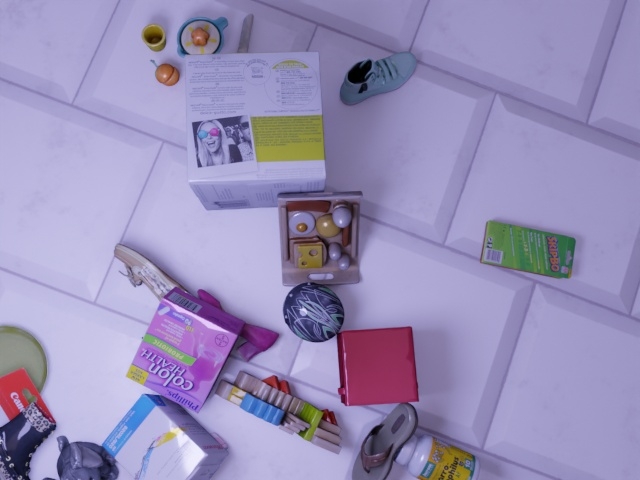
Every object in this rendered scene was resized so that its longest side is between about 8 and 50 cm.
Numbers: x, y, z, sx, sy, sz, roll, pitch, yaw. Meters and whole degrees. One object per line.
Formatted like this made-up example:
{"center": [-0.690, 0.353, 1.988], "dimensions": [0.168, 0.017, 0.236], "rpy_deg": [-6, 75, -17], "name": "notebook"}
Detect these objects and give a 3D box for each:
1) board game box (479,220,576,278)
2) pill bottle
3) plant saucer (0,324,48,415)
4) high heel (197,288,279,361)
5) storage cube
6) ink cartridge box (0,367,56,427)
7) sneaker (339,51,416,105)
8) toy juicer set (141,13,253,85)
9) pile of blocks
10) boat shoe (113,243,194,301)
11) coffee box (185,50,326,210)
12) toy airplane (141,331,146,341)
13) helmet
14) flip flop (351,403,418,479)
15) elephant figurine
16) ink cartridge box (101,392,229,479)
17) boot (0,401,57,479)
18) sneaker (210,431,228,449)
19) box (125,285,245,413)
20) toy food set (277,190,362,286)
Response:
{"center": [0.594, 0.028, 1.970], "dimensions": [0.259, 0.039, 0.124], "rpy_deg": [11, 81, 1], "name": "board game box"}
{"center": [0.305, 0.588, 1.826], "dimensions": [0.208, 0.117, 0.118], "rpy_deg": [25, 81, 1], "name": "pill bottle"}
{"center": [-0.845, 0.348, 1.841], "dimensions": [0.241, 0.037, 0.241], "rpy_deg": [1, 81, -4], "name": "plant saucer"}
{"center": [-0.226, 0.206, 1.869], "dimensions": [0.117, 0.082, 0.244], "rpy_deg": [-38, 89, 0], "name": "high heel"}
{"center": [0.148, 0.332, 1.824], "dimensions": [0.215, 0.184, 0.193], "rpy_deg": [-4, 80, -3], "name": "storage cube"}
{"center": [-0.838, 0.459, 1.775], "dimensions": [0.232, 0.066, 0.189], "rpy_deg": [-22, 109, 0], "name": "ink cartridge box"}
{"center": [0.177, -0.482, 1.967], "dimensions": [0.256, 0.151, 0.094], "rpy_deg": [-31, 82, -8], "name": "sneaker"}
{"center": [-0.336, -0.542, 1.979], "dimensions": [0.329, 0.089, 0.209], "rpy_deg": [-12, 82, -5], "name": "toy juicer set"}
{"center": [-0.095, 0.431, 1.813], "dimensions": [0.362, 0.149, 0.113], "rpy_deg": [25, 81, 1], "name": "pile of blocks"}
{"center": [-0.456, 0.116, 1.864], "dimensions": [0.285, 0.104, 0.089], "rpy_deg": [38, 80, 2], "name": "boat shoe"}
{"center": [-0.164, -0.279, 1.822], "dimensions": [0.338, 0.337, 0.334], "rpy_deg": [-3, 81, -3], "name": "coffee box"}
{"center": [-0.420, 0.296, 1.876], "dimensions": [0.151, 0.028, 0.151], "rpy_deg": [0, 83, -2], "name": "toy airplane"}
{"center": [-0.019, 0.193, 1.846], "dimensions": [0.169, 0.161, 0.169], "rpy_deg": [0, 81, -3], "name": "helmet"}
{"center": [0.154, 0.535, 1.793], "dimensions": [0.080, 0.112, 0.277], "rpy_deg": [16, 115, -38], "name": "flip flop"}
{"center": [-0.599, 0.583, 1.715], "dimensions": [0.186, 0.239, 0.169], "rpy_deg": [-2, 82, -3], "name": "elephant figurine"}
{"center": [-0.387, 0.528, 1.740], "dimensions": [0.232, 0.171, 0.168], "rpy_deg": [37, 85, 19], "name": "ink cartridge box"}
{"center": [-0.746, 0.549, 1.772], "dimensions": [0.178, 0.085, 0.236], "rpy_deg": [-39, 112, -19], "name": "boot"}
{"center": [-0.315, 0.567, 1.833], "dimensions": [0.134, 0.051, 0.070], "rpy_deg": [-42, 72, -2], "name": "sneaker"}
{"center": [-0.348, 0.281, 1.787], "dimensions": [0.213, 0.117, 0.243], "rpy_deg": [28, 102, 0], "name": "box"}
{"center": [0.000, 0.000, 1.837], "dimensions": [0.219, 0.306, 0.092], "rpy_deg": [-3, 38, -3], "name": "toy food set"}
